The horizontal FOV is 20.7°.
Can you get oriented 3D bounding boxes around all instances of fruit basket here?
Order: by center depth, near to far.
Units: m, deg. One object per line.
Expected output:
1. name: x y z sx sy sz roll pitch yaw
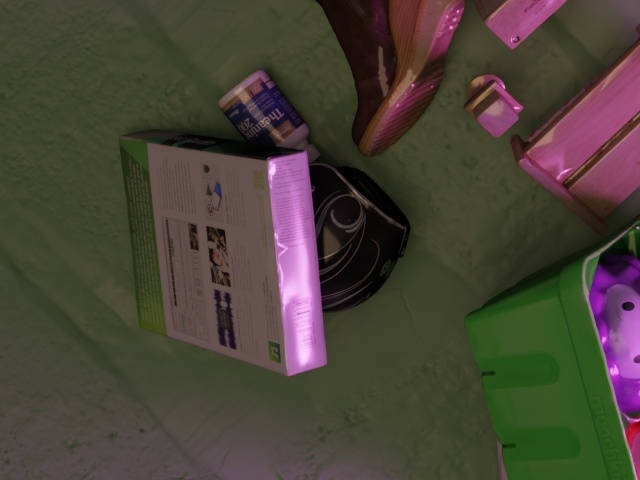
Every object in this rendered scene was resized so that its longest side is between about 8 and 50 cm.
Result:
1. fruit basket: 0.380 0.159 1.806 0.392 0.283 0.392 8 107 28

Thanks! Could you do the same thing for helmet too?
1. helmet: 0.000 0.000 1.945 0.169 0.169 0.161 42 101 0

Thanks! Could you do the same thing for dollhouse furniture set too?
1. dollhouse furniture set: 0.328 -0.201 1.888 0.355 0.174 0.303 39 109 -24

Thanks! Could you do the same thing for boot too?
1. boot: 0.043 -0.238 1.931 0.207 0.090 0.248 42 130 21

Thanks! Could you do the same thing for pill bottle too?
1. pill bottle: -0.055 -0.128 1.974 0.067 0.067 0.120 -38 93 17

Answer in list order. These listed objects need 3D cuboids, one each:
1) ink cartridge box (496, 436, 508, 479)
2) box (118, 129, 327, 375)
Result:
1. ink cartridge box: 0.354 0.228 1.973 0.311 0.065 0.185 -1 100 14
2. box: -0.113 0.005 1.918 0.322 0.058 0.232 12 111 53
